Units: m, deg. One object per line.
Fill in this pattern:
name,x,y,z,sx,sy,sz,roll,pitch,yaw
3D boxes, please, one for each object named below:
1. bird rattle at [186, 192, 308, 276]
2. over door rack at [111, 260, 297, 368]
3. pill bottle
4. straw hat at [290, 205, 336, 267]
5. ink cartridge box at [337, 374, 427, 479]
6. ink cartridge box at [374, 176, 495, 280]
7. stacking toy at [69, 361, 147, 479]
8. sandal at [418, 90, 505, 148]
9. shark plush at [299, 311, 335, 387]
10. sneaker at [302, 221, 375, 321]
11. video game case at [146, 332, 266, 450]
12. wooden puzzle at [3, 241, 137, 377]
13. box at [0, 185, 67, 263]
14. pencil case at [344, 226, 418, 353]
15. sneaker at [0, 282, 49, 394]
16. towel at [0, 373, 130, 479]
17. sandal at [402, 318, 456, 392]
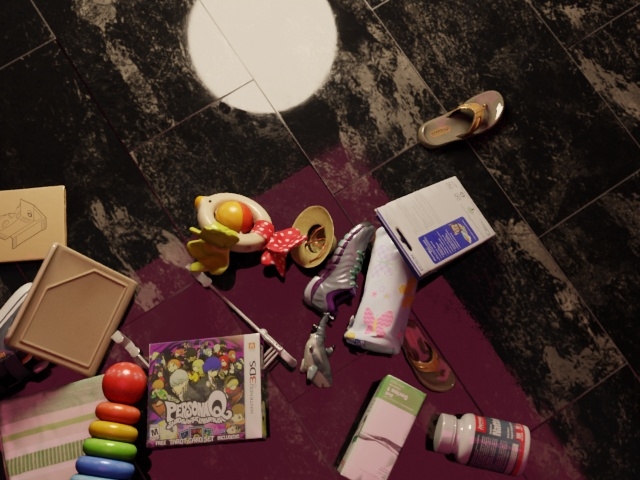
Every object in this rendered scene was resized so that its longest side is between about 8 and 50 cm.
bird rattle,-0.166,-0.029,1.734,0.254,0.143,0.207,-8,51,-25
over door rack,-0.237,0.234,1.705,0.324,0.108,0.239,41,78,21
pill bottle,0.331,0.416,1.676,0.180,0.108,0.108,12,77,0
straw hat,0.000,0.000,1.776,0.061,0.144,0.144,18,73,-41
ink cartridge box,0.122,0.395,1.645,0.093,0.160,0.219,27,77,5
ink cartridge box,0.229,-0.023,1.694,0.333,0.065,0.165,-21,75,-50
stacking toy,-0.418,0.403,1.600,0.141,0.141,0.330,8,74,-1
sandal,0.326,-0.279,1.854,0.219,0.060,0.090,-21,79,-7
shark plush,0.000,0.232,1.722,0.067,0.073,0.161,4,86,-16
sneaker,0.065,0.068,1.748,0.098,0.083,0.223,36,88,27
video game case,-0.224,0.297,1.595,0.232,0.042,0.210,-6,66,7
wooden puzzle,-0.507,0.144,1.660,0.044,0.239,0.221,13,74,41
box,-0.660,-0.033,1.779,0.201,0.021,0.164,-5,78,-3
pencil case,0.142,0.107,1.736,0.124,0.113,0.273,6,74,42
sneaker,-0.648,0.247,1.663,0.127,0.126,0.321,33,77,11
towel,-0.521,0.462,1.660,0.248,0.038,0.324,-14,80,-5
sandal,0.223,0.248,1.739,0.072,0.049,0.180,-31,81,-9
